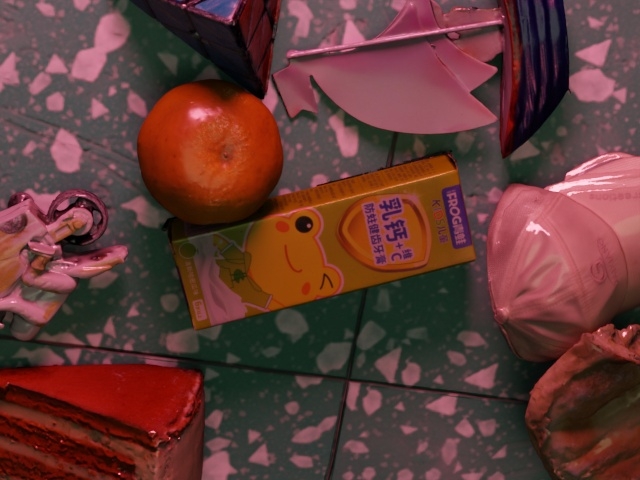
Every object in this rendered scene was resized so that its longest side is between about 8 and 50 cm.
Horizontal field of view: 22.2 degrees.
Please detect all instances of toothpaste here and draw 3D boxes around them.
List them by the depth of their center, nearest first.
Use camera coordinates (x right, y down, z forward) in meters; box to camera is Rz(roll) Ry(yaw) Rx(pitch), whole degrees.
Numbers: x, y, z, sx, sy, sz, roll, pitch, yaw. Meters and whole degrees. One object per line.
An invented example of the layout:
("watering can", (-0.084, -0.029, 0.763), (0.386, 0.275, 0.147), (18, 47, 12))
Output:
("toothpaste", (0.000, 0.000, 1.762), (0.327, 0.077, 0.110), (-14, 108, -2))

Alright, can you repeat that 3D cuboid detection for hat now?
("hat", (0.308, 0.031, 1.778), (0.226, 0.164, 0.220), (-15, 111, 21))

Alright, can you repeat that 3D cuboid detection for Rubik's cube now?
("Rubik's cube", (-0.135, -0.230, 1.686), (0.178, 0.211, 0.190), (11, 133, 13))

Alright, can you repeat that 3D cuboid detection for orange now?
("orange", (-0.117, -0.091, 1.699), (0.154, 0.134, 0.155), (0, 90, -22))

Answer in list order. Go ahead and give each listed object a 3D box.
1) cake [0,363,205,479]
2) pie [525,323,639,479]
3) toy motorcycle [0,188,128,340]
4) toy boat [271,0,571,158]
("cake", (-0.255, 0.235, 1.766), (0.262, 0.160, 0.158), (0, 111, -5))
("pie", (0.386, 0.186, 1.838), (0.337, 0.075, 0.338), (-10, 124, -15))
("toy motorcycle", (-0.320, 0.035, 1.740), (0.228, 0.074, 0.151), (-20, 111, -1))
("toy boat", (0.127, -0.170, 1.731), (0.318, 0.072, 0.219), (-30, 105, 7))
